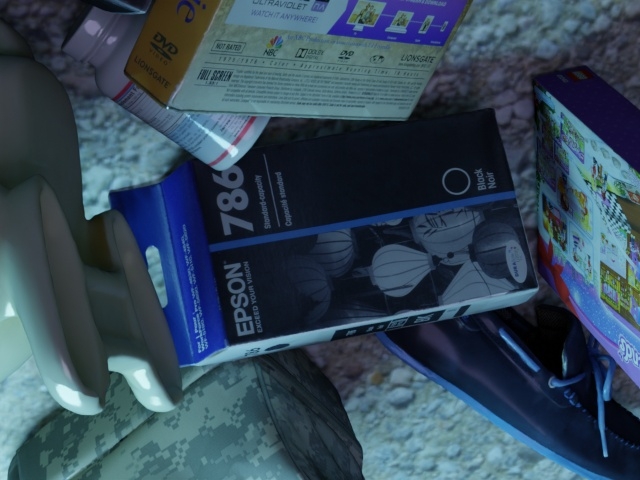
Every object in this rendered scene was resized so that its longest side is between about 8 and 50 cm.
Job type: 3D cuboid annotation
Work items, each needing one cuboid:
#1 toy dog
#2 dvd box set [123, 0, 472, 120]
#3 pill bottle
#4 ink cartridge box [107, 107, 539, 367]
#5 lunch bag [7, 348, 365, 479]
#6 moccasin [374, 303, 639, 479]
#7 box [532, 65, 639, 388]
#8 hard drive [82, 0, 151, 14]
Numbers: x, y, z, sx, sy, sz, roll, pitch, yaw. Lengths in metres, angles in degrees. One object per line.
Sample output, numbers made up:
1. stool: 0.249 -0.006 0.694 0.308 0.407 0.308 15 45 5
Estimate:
1. toy dog: -0.362 0.039 1.201 0.408 0.284 0.395 -20 91 7
2. dvd box set: 0.058 -0.278 1.168 0.308 0.062 0.420 -5 129 -54
3. pill bottle: -0.118 -0.131 1.280 0.160 0.087 0.087 34 107 -16
4. ink cartridge box: 0.000 0.000 1.353 0.333 0.065 0.165 -12 78 -7
5. lunch bag: -0.109 0.242 1.404 0.305 0.256 0.212 -36 121 8
6. moccasin: 0.198 0.114 1.480 0.342 0.137 0.117 31 103 -28
7. box: 0.260 0.006 1.337 0.057 0.293 0.201 -14 122 -13
8. hard drive: -0.164 -0.289 1.122 0.172 0.054 0.254 21 69 -23
